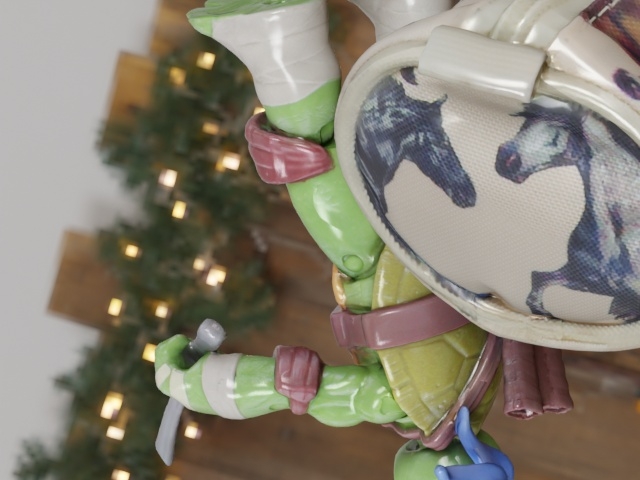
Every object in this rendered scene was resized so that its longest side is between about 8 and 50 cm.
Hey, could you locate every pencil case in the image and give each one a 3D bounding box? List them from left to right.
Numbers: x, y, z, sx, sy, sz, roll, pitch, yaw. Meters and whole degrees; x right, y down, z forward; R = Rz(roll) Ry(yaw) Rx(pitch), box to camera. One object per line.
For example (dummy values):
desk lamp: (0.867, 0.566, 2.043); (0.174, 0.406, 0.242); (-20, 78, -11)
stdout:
pencil case: (0.177, -0.125, 0.777); (0.410, 0.160, 0.183); (-45, -44, -32)

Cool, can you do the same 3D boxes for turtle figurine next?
turtle figurine: (0.000, 0.000, 0.928); (0.274, 0.198, 0.266); (-128, 27, -73)
